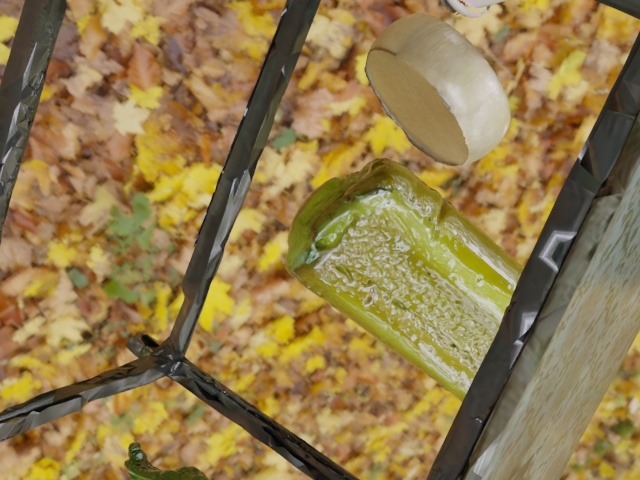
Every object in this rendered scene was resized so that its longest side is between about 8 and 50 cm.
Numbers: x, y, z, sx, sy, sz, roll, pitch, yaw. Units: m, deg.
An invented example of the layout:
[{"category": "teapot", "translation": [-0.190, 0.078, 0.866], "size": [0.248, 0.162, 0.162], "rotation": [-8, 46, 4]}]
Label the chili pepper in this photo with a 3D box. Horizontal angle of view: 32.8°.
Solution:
[{"category": "chili pepper", "translation": [-0.252, 0.406, 1.834], "size": [0.074, 0.257, 0.100], "rotation": [-54, 129, -26]}]

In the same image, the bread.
[{"category": "bread", "translation": [0.136, 0.058, 1.159], "size": [0.383, 0.112, 0.166], "rotation": [38, 113, -21]}]

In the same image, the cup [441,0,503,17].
[{"category": "cup", "translation": [0.215, -0.320, 0.839], "size": [0.253, 0.274, 0.253], "rotation": [19, 68, -60]}]

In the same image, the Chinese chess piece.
[{"category": "Chinese chess piece", "translation": [0.179, -0.229, 1.673], "size": [0.103, 0.250, 0.249], "rotation": [-41, 129, -11]}]

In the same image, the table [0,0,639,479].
[{"category": "table", "translation": [0.000, 0.000, 0.506], "size": [0.222, 0.272, 0.335], "rotation": [-14, 131, -61]}]
